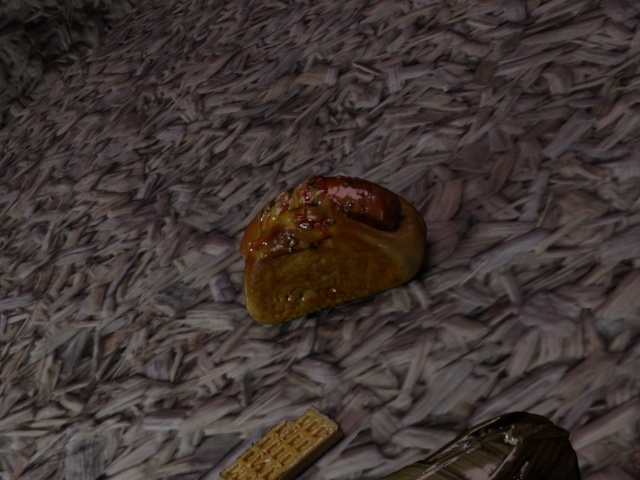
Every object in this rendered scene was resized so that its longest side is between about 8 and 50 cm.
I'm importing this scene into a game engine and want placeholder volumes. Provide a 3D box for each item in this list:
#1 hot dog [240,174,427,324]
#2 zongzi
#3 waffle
[{"bbox_3d":[0.000,0.000,1.812,0.256,0.153,0.150,-19,28,24],"label":"hot dog"},{"bbox_3d":[0.066,0.248,1.281,0.286,0.134,0.288,-46,37,-18],"label":"zongzi"},{"bbox_3d":[-0.044,0.239,1.588,0.135,0.021,0.092,-39,27,-15],"label":"waffle"}]
